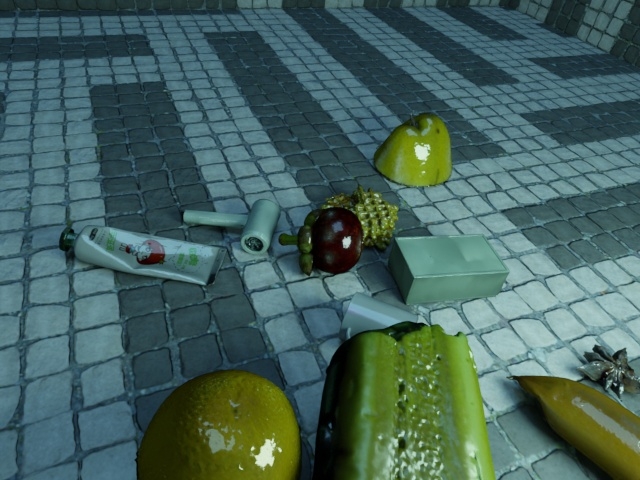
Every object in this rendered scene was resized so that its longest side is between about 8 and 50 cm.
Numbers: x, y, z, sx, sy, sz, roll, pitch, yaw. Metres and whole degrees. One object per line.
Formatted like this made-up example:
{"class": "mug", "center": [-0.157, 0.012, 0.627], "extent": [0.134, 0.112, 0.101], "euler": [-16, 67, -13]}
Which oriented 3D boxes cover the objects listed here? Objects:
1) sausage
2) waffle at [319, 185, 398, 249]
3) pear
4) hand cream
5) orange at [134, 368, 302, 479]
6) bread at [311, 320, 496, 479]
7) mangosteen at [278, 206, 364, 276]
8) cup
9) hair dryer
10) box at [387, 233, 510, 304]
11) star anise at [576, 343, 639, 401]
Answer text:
{"class": "sausage", "center": [0.470, 0.318, 0.778], "extent": [0.112, 0.112, 0.328], "euler": [-27, 50, -33]}
{"class": "waffle", "center": [0.094, -0.064, 1.170], "extent": [0.197, 0.070, 0.193], "euler": [17, 43, 10]}
{"class": "pear", "center": [0.297, -0.289, 1.383], "extent": [0.267, 0.178, 0.267], "euler": [6, 44, -6]}
{"class": "hand cream", "center": [-0.381, 0.028, 1.008], "extent": [0.336, 0.076, 0.121], "euler": [11, 43, -7]}
{"class": "orange", "center": [-0.130, 0.287, 0.619], "extent": [0.236, 0.236, 0.236], "euler": [4, 41, -4]}
{"class": "bread", "center": [0.107, 0.307, 0.648], "extent": [0.251, 0.208, 0.376], "euler": [13, 41, -5]}
{"class": "mangosteen", "center": [0.008, -0.004, 1.022], "extent": [0.181, 0.146, 0.155], "euler": [14, 59, -15]}
{"class": "cup", "center": [0.103, 0.179, 0.882], "extent": [0.133, 0.099, 0.136], "euler": [20, 55, 12]}
{"class": "hair dryer", "center": [-0.223, -0.044, 1.103], "extent": [0.237, 0.073, 0.131], "euler": [9, 42, 5]}
{"class": "box", "center": [0.282, 0.060, 1.048], "extent": [0.225, 0.086, 0.129], "euler": [-3, 42, -12]}
{"class": "star anise", "center": [0.552, 0.250, 0.896], "extent": [0.129, 0.056, 0.124], "euler": [5, 42, -4]}
